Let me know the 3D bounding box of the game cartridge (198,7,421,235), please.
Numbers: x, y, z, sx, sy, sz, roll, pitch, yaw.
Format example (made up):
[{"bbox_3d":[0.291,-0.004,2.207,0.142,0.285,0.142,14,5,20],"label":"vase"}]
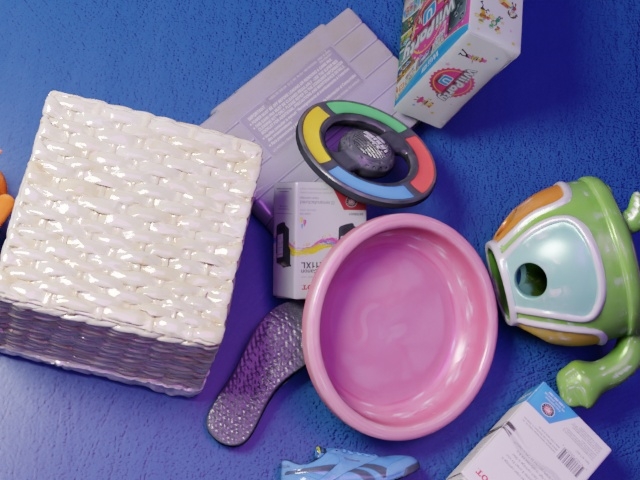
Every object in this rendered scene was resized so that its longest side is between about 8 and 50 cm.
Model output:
[{"bbox_3d":[-0.011,-0.190,1.949,0.355,0.068,0.230,-41,82,-21],"label":"game cartridge"}]

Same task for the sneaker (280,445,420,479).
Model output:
[{"bbox_3d":[0.044,0.330,1.793,0.209,0.069,0.082,-10,72,-16],"label":"sneaker"}]

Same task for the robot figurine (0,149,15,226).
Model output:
[{"bbox_3d":[-0.518,-0.033,1.735,0.128,0.158,0.219,22,68,-24],"label":"robot figurine"}]

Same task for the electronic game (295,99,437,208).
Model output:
[{"bbox_3d":[0.071,-0.133,1.851,0.229,0.048,0.229,16,40,-14],"label":"electronic game"}]

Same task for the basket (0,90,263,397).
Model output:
[{"bbox_3d":[-0.269,0.011,1.712,0.331,0.266,0.328,15,69,-11],"label":"basket"}]

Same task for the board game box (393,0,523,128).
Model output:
[{"bbox_3d":[0.221,-0.364,1.935,0.097,0.224,0.303,20,56,-20],"label":"board game box"}]

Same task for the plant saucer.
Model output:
[{"bbox_3d":[0.110,0.126,1.817,0.332,0.084,0.332,-1,93,-29],"label":"plant saucer"}]

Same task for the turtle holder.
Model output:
[{"bbox_3d":[0.388,0.069,1.897,0.227,0.243,0.320,-15,117,-3],"label":"turtle holder"}]

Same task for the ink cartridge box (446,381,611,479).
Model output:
[{"bbox_3d":[0.312,0.339,1.846,0.203,0.086,0.148,-42,86,-21],"label":"ink cartridge box"}]

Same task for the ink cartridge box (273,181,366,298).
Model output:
[{"bbox_3d":[0.000,0.000,1.842,0.127,0.072,0.175,-1,92,-30],"label":"ink cartridge box"}]

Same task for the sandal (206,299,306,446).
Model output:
[{"bbox_3d":[-0.082,0.190,1.821,0.097,0.054,0.254,38,78,8],"label":"sandal"}]
